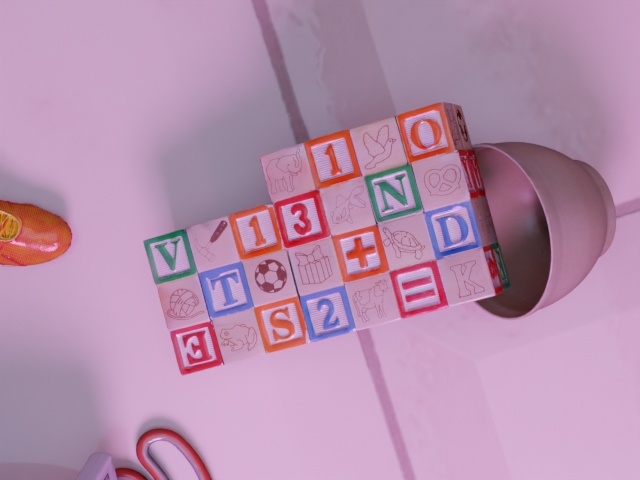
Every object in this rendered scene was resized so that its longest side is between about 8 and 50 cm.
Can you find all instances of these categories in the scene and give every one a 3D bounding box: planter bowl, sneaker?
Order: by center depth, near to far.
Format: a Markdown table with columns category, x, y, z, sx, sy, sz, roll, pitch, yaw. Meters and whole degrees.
| category | x | y | z | sx | sy | sz | roll | pitch | yaw |
| --- | --- | --- | --- | --- | --- | --- | --- | --- | --- |
| planter bowl | 0.198 | -0.017 | 1.340 | 0.109 | 0.162 | 0.162 | -13 | 91 | -30 |
| sneaker | -0.316 | -0.013 | 1.344 | 0.175 | 0.067 | 0.064 | 10 | 88 | -5 |

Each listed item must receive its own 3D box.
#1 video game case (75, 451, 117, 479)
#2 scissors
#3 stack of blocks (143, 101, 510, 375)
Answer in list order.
| category | x | y | z | sx | sy | sz | roll | pitch | yaw |
| --- | --- | --- | --- | --- | --- | --- | --- | --- | --- |
| video game case | -0.207 | 0.315 | 1.259 | 0.023 | 0.201 | 0.183 | 1 | 120 | 16 |
| scissors | -0.104 | 0.318 | 1.380 | 0.109 | 0.021 | 0.297 | -33 | 90 | -4 |
| stack of blocks | 0.000 | 0.000 | 1.306 | 0.297 | 0.087 | 0.171 | -16 | 89 | 16 |
